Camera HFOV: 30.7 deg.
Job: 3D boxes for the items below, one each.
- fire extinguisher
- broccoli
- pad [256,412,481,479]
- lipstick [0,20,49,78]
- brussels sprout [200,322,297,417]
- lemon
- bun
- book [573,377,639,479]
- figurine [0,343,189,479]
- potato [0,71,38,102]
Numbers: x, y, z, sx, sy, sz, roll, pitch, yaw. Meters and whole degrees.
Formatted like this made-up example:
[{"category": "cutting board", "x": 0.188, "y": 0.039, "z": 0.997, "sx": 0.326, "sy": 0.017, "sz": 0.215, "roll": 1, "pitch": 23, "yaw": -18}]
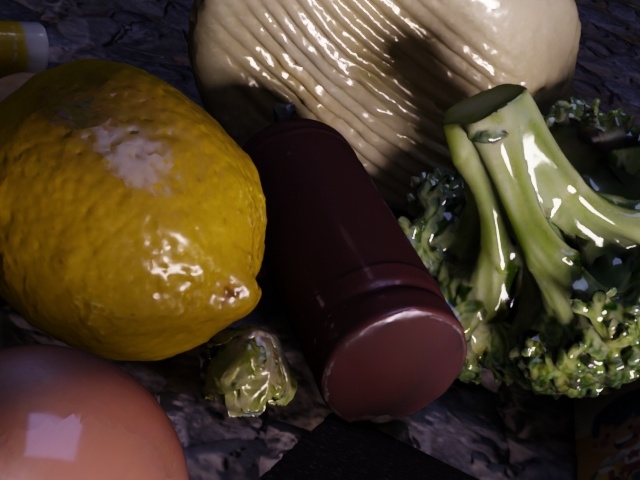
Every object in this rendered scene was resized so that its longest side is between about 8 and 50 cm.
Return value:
[{"category": "fire extinguisher", "x": 0.000, "y": 0.000, "z": 0.951, "sx": 0.114, "sy": 0.135, "sz": 0.337, "roll": -1, "pitch": 38, "yaw": -22}, {"category": "broccoli", "x": 0.194, "y": -0.002, "z": 0.949, "sx": 0.259, "sy": 0.288, "sz": 0.235, "roll": 64, "pitch": 7, "yaw": 4}, {"category": "pad", "x": 0.086, "y": 0.169, "z": 0.710, "sx": 0.220, "sy": 0.004, "sz": 0.330, "roll": 25, "pitch": 1, "yaw": 8}, {"category": "lipstick", "x": -0.384, "y": -0.176, "z": 1.074, "sx": 0.264, "sy": 0.059, "sz": 0.059, "roll": -6, "pitch": 40, "yaw": -36}, {"category": "brussels sprout", "x": -0.056, "y": 0.088, "z": 0.866, "sx": 0.085, "sy": 0.058, "sz": 0.085, "roll": 11, "pitch": 16, "yaw": -3}, {"category": "lemon", "x": -0.149, "y": -0.023, "z": 0.840, "sx": 0.260, "sy": 0.204, "sz": 0.204, "roll": 35, "pitch": 34, "yaw": 25}, {"category": "bun", "x": 0.060, "y": -0.197, "z": 1.101, "sx": 0.349, "sy": 0.352, "sz": 0.227, "roll": 39, "pitch": 39, "yaw": -18}, {"category": "book", "x": 0.299, "y": 0.088, "z": 0.950, "sx": 0.020, "sy": 0.208, "sz": 0.295, "roll": 51, "pitch": 25, "yaw": -20}, {"category": "figurine", "x": -0.012, "y": 0.224, "z": 0.500, "sx": 0.388, "sy": 0.276, "sz": 0.248, "roll": 16, "pitch": 59, "yaw": 9}, {"category": "potato", "x": -0.246, "y": -0.087, "z": 0.976, "sx": 0.147, "sy": 0.112, "sz": 0.112, "roll": 12, "pitch": 32, "yaw": 0}]
